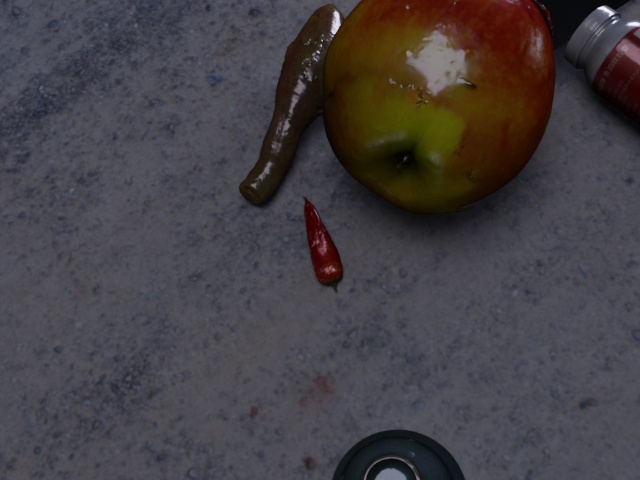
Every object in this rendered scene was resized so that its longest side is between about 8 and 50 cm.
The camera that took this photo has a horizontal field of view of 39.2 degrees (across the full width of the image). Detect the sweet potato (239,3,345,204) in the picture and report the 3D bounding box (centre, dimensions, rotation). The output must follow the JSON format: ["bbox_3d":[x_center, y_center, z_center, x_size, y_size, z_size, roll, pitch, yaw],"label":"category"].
[{"bbox_3d":[-0.032,-0.238,1.506,0.109,0.109,0.385,16,71,14],"label":"sweet potato"}]

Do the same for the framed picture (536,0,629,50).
[{"bbox_3d":[0.410,-0.474,1.446,0.338,0.014,0.255,-35,109,-26],"label":"framed picture"}]

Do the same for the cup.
[{"bbox_3d":[0.101,0.342,1.212,0.199,0.150,0.199,-3,67,7],"label":"cup"}]

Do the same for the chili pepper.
[{"bbox_3d":[0.000,0.000,1.438,0.045,0.027,0.178,-16,64,2],"label":"chili pepper"}]

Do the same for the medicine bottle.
[{"bbox_3d":[0.515,-0.257,1.416,0.131,0.131,0.250,-41,68,-10],"label":"medicine bottle"}]

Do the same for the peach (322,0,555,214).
[{"bbox_3d":[0.182,-0.231,1.345,0.369,0.370,0.370,-3,67,7],"label":"peach"}]
